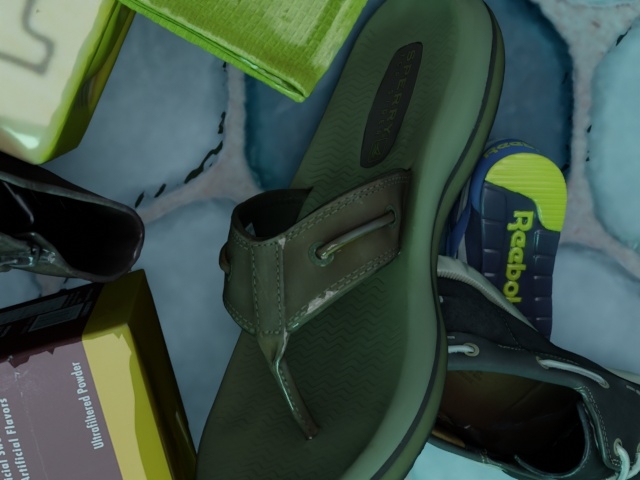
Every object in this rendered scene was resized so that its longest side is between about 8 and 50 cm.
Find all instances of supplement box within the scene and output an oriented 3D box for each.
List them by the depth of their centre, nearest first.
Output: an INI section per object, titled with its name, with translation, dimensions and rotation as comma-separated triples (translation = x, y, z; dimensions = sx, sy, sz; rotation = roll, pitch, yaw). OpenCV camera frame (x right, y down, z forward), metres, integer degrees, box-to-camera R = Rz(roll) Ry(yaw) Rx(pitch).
[supplement box]
translation = -0.158, 0.110, 0.783
dimensions = 0.194, 0.191, 0.129
rotation = -16, 97, -2

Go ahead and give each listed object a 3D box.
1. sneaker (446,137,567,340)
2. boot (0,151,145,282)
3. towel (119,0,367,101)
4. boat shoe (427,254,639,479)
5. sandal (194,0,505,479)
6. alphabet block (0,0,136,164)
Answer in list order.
[sneaker]
translation = 0.087, 0.015, 0.867
dimensions = 0.053, 0.059, 0.144
rotation = 6, 114, -13
[boot]
translation = -0.215, -0.045, 0.716
dimensions = 0.207, 0.248, 0.090
rotation = 10, 82, 37
[towel]
translation = -0.083, -0.153, 0.664
dimensions = 0.237, 0.021, 0.102
rotation = 30, 93, -6
[boat shoe]
translation = 0.117, 0.097, 0.839
dimensions = 0.233, 0.079, 0.084
rotation = 33, 111, -25
[sandal]
translation = -0.001, -0.001, 0.777
dimensions = 0.086, 0.120, 0.303
rotation = 40, 52, -37
[alphabet block]
translation = -0.165, -0.160, 0.763
dimensions = 0.197, 0.192, 0.193
rotation = 24, 95, -5
